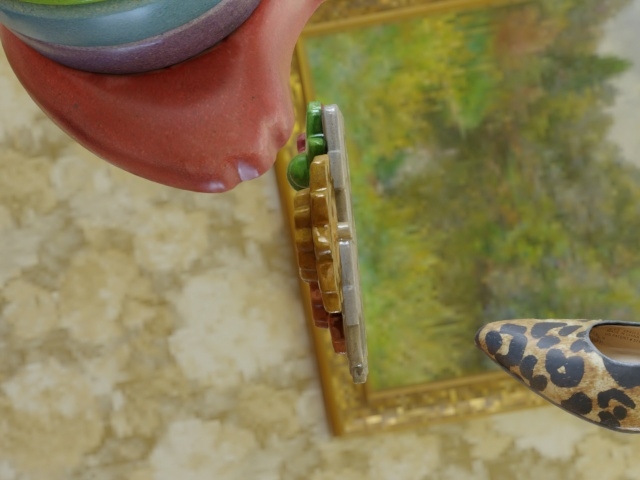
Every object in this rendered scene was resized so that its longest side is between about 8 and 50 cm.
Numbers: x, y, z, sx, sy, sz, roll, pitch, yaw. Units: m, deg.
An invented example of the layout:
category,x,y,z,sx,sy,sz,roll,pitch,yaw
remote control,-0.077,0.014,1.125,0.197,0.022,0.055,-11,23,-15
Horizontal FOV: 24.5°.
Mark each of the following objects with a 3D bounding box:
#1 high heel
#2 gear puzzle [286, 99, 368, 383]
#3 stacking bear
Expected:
category,x,y,z,sx,sy,sz,roll,pitch,yaw
high heel,0.230,0.030,0.902,0.093,0.261,0.186,-49,149,-60
gear puzzle,0.000,0.000,0.936,0.339,0.044,0.176,-70,154,-86
stacking bear,-0.089,-0.171,0.546,0.289,0.164,0.175,72,38,-62
